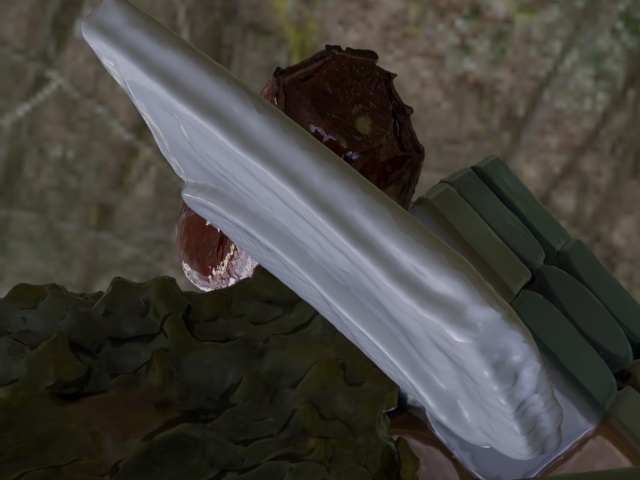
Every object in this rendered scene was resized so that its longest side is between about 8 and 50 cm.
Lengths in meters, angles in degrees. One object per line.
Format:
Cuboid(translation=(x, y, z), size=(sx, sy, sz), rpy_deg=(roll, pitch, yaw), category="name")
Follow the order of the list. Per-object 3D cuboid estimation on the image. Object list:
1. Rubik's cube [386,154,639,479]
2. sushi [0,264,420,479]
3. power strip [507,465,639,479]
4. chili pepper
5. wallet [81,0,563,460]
Cuboid(translation=(0.111, 0.171, 1.663), size=(0.344, 0.347, 0.346), rpy_deg=(49, -161, 3), category="Rubik's cube")
Cuboid(translation=(-0.136, 0.187, 0.909), size=(0.397, 0.240, 0.351), rpy_deg=(-5, -154, 4), category="sushi")
Cuboid(translation=(0.089, 0.207, 0.662), size=(0.139, 0.224, 0.140), rpy_deg=(1, 146, -44), category="power strip")
Cuboid(translation=(-0.033, -0.018, 1.344), size=(0.136, 0.144, 0.253), rpy_deg=(-29, 175, -36), category="chili pepper")
Cuboid(translation=(0.000, 0.000, 0.611), size=(0.183, 0.032, 0.124), rpy_deg=(41, 169, 28), category="wallet")
